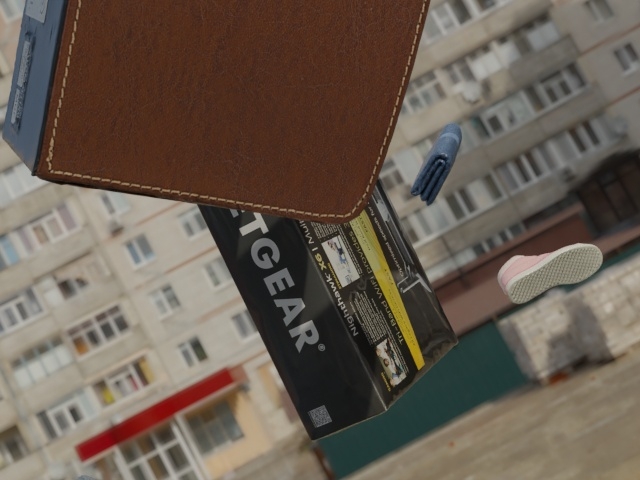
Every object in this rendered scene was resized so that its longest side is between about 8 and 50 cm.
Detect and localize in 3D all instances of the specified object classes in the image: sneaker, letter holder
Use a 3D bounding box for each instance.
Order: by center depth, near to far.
[{"bbox_3d":[-0.053,-0.179,0.733,0.214,0.301,0.152,8,9,-23],"label":"letter holder"},{"bbox_3d":[0.288,0.033,1.547,0.134,0.051,0.070,-24,20,-4],"label":"sneaker"}]

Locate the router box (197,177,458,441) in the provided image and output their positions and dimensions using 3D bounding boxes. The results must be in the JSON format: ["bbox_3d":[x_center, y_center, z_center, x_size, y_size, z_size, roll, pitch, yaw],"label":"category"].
[{"bbox_3d":[0.000,0.000,1.112,0.081,0.308,0.243,-26,-1,23],"label":"router box"}]

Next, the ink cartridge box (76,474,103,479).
[{"bbox_3d":[-0.142,0.285,0.870,0.153,0.087,0.208,-63,32,4],"label":"ink cartridge box"}]

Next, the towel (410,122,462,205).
[{"bbox_3d":[0.133,-0.088,1.347,0.067,0.029,0.119,-61,-1,26],"label":"towel"}]
